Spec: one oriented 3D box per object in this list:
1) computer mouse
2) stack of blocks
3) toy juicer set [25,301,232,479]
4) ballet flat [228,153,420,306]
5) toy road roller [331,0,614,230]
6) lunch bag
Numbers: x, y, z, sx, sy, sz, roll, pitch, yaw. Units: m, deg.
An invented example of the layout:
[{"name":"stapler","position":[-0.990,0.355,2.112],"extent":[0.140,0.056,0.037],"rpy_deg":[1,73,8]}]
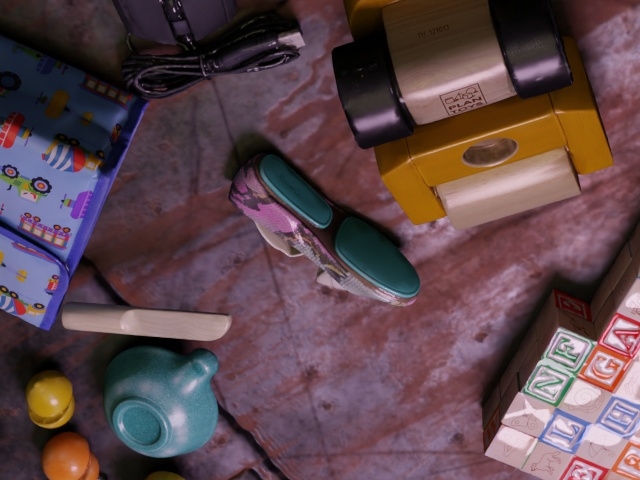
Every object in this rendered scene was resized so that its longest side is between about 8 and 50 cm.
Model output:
[{"name":"computer mouse","position":[-0.137,-0.260,1.553],"extent":[0.188,0.072,0.272],"rpy_deg":[-13,116,11]},{"name":"stack of blocks","position":[0.307,0.118,1.710],"extent":[0.171,0.087,0.297],"rpy_deg":[23,117,-8]},{"name":"toy juicer set","position":[-0.208,0.160,1.777],"extent":[0.209,0.089,0.329],"rpy_deg":[22,123,11]},{"name":"ballet flat","position":[0.000,0.000,1.686],"extent":[0.221,0.077,0.079],"rpy_deg":[38,132,-10]},{"name":"toy road roller","position":[0.132,-0.179,1.536],"extent":[0.202,0.241,0.329],"rpy_deg":[-17,152,12]},{"name":"lunch bag","position":[-0.332,-0.047,1.662],"extent":[0.221,0.138,0.293],"rpy_deg":[24,130,-6]}]
